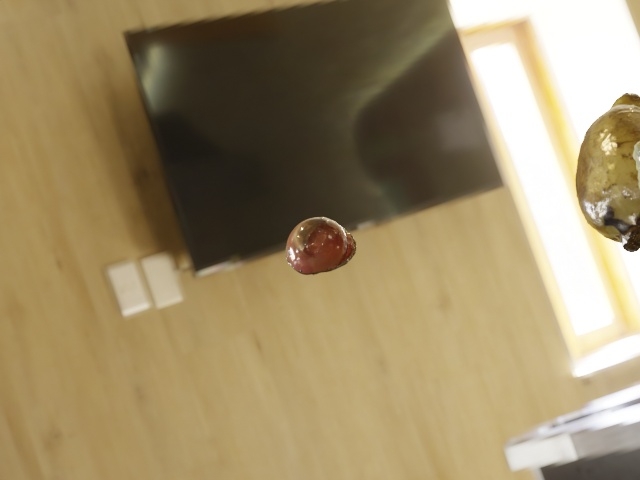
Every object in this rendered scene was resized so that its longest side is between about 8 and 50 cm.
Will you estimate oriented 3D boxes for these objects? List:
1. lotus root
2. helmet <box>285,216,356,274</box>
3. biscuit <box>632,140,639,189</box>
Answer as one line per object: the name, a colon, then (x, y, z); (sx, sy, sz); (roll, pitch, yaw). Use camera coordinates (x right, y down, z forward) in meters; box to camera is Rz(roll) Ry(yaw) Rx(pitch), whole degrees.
lotus root: (0.360, -0.084, 1.611); (0.139, 0.214, 0.138); (1, -40, 1)
helmet: (0.001, -0.001, 1.557); (0.084, 0.065, 0.049); (-21, -29, -14)
biscuit: (0.322, 0.015, 0.928); (0.052, 0.150, 0.252); (-37, 38, -20)
